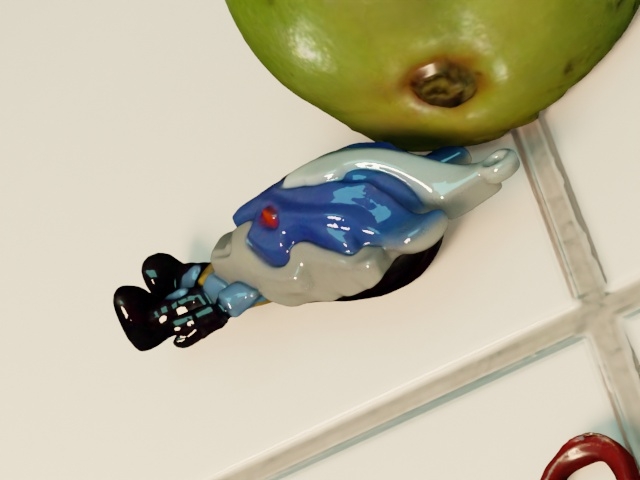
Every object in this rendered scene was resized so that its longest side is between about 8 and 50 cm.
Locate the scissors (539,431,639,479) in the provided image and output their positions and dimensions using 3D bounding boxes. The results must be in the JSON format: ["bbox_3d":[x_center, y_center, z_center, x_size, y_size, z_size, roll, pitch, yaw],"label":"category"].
[{"bbox_3d":[0.130,0.178,0.445,0.144,0.017,0.248,-9,60,31],"label":"scissors"}]

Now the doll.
[{"bbox_3d":[0.000,0.000,0.611,0.195,0.070,0.096,-21,22,27],"label":"doll"}]

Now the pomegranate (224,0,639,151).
[{"bbox_3d":[0.054,-0.171,0.617,0.241,0.159,0.190,-50,48,-9],"label":"pomegranate"}]
